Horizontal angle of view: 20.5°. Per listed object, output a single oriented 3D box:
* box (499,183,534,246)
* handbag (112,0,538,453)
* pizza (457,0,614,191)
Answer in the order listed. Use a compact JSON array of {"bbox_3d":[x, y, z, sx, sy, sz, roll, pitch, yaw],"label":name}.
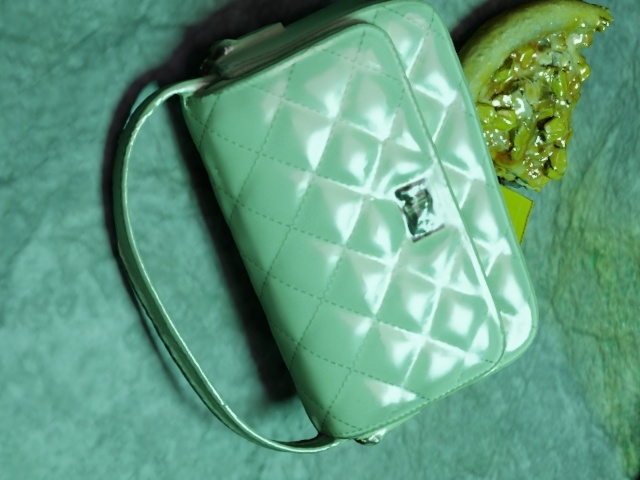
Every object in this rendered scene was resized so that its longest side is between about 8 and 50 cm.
[{"bbox_3d":[0.073,-0.009,1.126,0.155,0.023,0.087,23,78,-44],"label":"box"},{"bbox_3d":[0.000,0.000,1.007,0.219,0.079,0.256,-29,109,-22],"label":"handbag"},{"bbox_3d":[0.135,-0.089,1.158,0.178,0.041,0.131,-19,112,-40],"label":"pizza"}]
